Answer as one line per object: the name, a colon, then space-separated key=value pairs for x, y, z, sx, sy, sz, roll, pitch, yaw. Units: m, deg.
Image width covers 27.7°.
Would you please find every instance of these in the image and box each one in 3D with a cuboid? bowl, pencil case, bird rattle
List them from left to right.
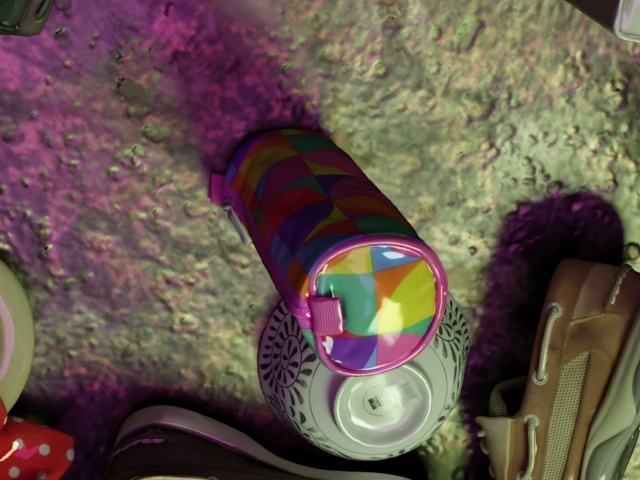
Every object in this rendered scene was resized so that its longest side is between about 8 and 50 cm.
bird rattle: x=-0.281 y=0.097 z=0.909 sx=0.254 sy=0.143 sz=0.206 roll=21 pitch=90 yaw=-19
pencil case: x=0.000 y=0.000 z=0.858 sx=0.104 sy=0.236 sz=0.104 roll=-6 pitch=112 yaw=-16
bowl: x=0.041 y=0.107 z=0.983 sx=0.170 sy=0.080 sz=0.170 roll=-3 pitch=112 yaw=-8

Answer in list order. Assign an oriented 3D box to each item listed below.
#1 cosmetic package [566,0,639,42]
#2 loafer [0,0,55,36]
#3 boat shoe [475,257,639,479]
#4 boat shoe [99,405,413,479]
cosmetic package: x=0.206 y=-0.195 z=0.766 sx=0.160 sy=0.309 sz=0.113 roll=7 pitch=110 yaw=-12
loafer: x=-0.154 y=-0.262 z=0.809 sx=0.095 sy=0.109 sz=0.302 roll=22 pitch=114 yaw=-36
boat shoe: x=0.185 y=0.150 z=1.017 sx=0.116 sy=0.123 sz=0.324 roll=26 pitch=118 yaw=17
boat shoe: x=-0.010 y=0.225 z=0.976 sx=0.324 sy=0.096 sz=0.116 roll=21 pitch=121 yaw=-4
